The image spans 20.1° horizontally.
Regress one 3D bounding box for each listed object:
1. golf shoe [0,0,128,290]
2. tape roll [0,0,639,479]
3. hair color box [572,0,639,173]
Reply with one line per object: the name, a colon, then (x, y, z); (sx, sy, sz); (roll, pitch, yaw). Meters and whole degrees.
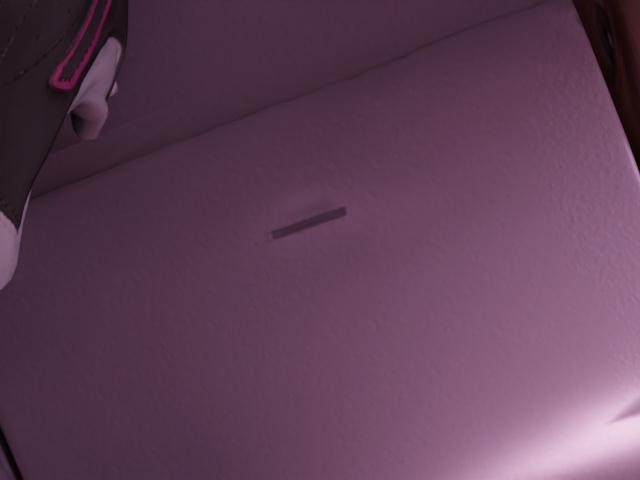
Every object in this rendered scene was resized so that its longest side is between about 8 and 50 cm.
golf shoe: (-0.088, -0.085, 0.415); (0.273, 0.105, 0.120); (-88, 174, -68)
tape roll: (0.000, 0.000, 0.547); (0.246, 0.169, 0.246); (-20, 90, -88)
hair color box: (0.095, -0.137, 0.561); (0.185, 0.110, 0.339); (67, 0, -51)
